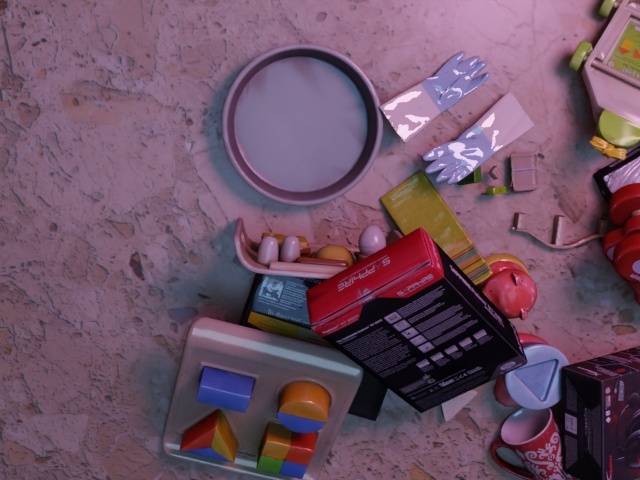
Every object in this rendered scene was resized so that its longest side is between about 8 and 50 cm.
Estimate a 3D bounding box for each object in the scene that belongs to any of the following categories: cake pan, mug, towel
[{"bbox_3d":[-0.034,-0.211,1.537,0.293,0.054,0.293,-1,101,-5],"label":"cake pan"},{"bbox_3d":[0.441,0.427,1.685,0.113,0.150,0.169,-47,108,-33],"label":"mug"},{"bbox_3d":[0.217,-0.009,1.573,0.102,0.021,0.237,-33,81,1],"label":"towel"}]

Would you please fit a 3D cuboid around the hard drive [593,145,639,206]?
[{"bbox_3d":[0.712,-0.042,1.628,0.237,0.064,0.339,-30,102,2],"label":"hard drive"}]

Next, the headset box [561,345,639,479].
[{"bbox_3d":[0.613,0.329,1.622,0.293,0.110,0.218,-8,100,-27],"label":"headset box"}]

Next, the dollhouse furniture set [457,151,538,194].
[{"bbox_3d":[0.341,-0.126,1.600,0.151,0.058,0.076,-7,94,-23],"label":"dollhouse furniture set"}]

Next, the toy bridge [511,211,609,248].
[{"bbox_3d":[0.463,-0.017,1.629,0.188,0.026,0.063,3,101,-5],"label":"toy bridge"}]

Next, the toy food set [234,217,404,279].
[{"bbox_3d":[0.000,0.000,1.494,0.306,0.220,0.092,6,100,-5],"label":"toy food set"}]

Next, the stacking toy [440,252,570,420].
[{"bbox_3d":[0.324,0.211,1.607,0.279,0.130,0.309,-25,101,0],"label":"stacking toy"}]

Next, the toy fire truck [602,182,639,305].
[{"bbox_3d":[0.670,0.007,1.493,0.302,0.169,0.254,-27,124,35],"label":"toy fire truck"}]

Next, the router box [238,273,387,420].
[{"bbox_3d":[-0.001,0.182,1.598,0.308,0.081,0.243,19,99,-8],"label":"router box"}]

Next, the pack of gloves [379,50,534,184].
[{"bbox_3d":[0.249,-0.225,1.556,0.232,0.046,0.195,-36,90,-13],"label":"pack of gloves"}]

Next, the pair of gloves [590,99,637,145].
[{"bbox_3d":[0.625,-0.264,1.552,0.240,0.042,0.204,10,86,4],"label":"pair of gloves"}]

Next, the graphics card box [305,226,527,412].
[{"bbox_3d":[0.172,0.150,1.432,0.233,0.094,0.371,-31,133,20],"label":"graphics card box"}]

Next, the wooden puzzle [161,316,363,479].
[{"bbox_3d":[-0.119,0.325,1.554,0.322,0.080,0.348,15,124,-5],"label":"wooden puzzle"}]

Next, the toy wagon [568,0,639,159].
[{"bbox_3d":[0.586,-0.293,1.506,0.267,0.068,0.344,30,85,14],"label":"toy wagon"}]
